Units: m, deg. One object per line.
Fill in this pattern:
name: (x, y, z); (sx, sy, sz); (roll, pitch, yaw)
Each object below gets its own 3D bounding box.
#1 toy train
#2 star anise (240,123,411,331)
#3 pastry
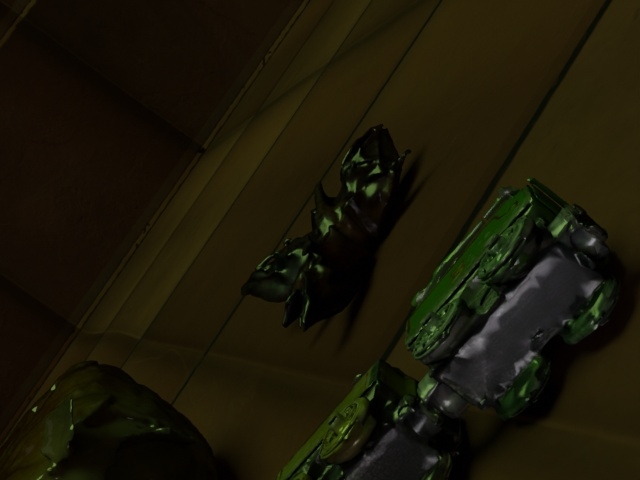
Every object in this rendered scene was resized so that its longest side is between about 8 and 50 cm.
toy train: (0.048, 0.063, 0.494); (0.202, 0.060, 0.081); (-51, 5, 15)
star anise: (0.003, 0.003, 0.856); (0.157, 0.053, 0.212); (-35, 24, 56)
pastry: (-0.196, 0.231, 0.786); (0.329, 0.136, 0.329); (-50, 14, 17)
